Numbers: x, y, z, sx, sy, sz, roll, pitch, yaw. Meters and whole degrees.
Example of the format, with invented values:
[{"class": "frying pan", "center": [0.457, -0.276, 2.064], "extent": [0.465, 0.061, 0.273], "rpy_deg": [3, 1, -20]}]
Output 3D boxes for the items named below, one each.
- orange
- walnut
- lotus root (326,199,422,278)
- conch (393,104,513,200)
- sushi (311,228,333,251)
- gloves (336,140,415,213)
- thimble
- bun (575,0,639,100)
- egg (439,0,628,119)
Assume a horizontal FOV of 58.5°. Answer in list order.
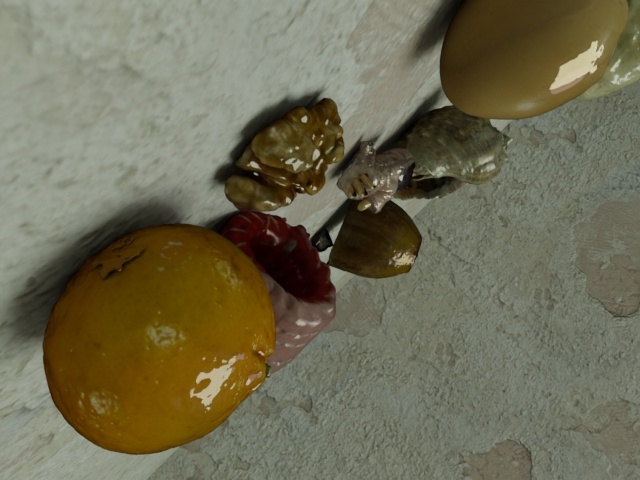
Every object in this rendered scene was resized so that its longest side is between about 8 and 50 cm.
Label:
[{"class": "orange", "center": [-0.144, 0.091, 0.534], "extent": [0.219, 0.193, 0.219], "rpy_deg": [-44, 154, -28]}, {"class": "walnut", "center": [-0.029, -0.084, 0.621], "extent": [0.143, 0.069, 0.170], "rpy_deg": [-53, 171, 33]}, {"class": "lotus root", "center": [0.135, 0.000, 1.274], "extent": [0.199, 0.179, 0.188], "rpy_deg": [-26, 137, -72]}, {"class": "conch", "center": [0.230, -0.178, 1.122], "extent": [0.291, 0.159, 0.210], "rpy_deg": [-4, 171, -10]}, {"class": "sushi", "center": [0.000, 0.000, 1.260], "extent": [0.045, 0.044, 0.083], "rpy_deg": [-23, 168, 0]}, {"class": "gloves", "center": [0.091, -0.112, 0.960], "extent": [0.144, 0.094, 0.110], "rpy_deg": [-1, 129, -49]}, {"class": "thimble", "center": [-0.073, 0.061, 0.718], "extent": [0.163, 0.190, 0.125], "rpy_deg": [23, 119, -33]}, {"class": "bun", "center": [0.394, -0.353, 0.845], "extent": [0.146, 0.287, 0.287], "rpy_deg": [-2, 146, -31]}, {"class": "egg", "center": [0.267, -0.263, 0.744], "extent": [0.244, 0.201, 0.201], "rpy_deg": [-35, 174, 15]}]
